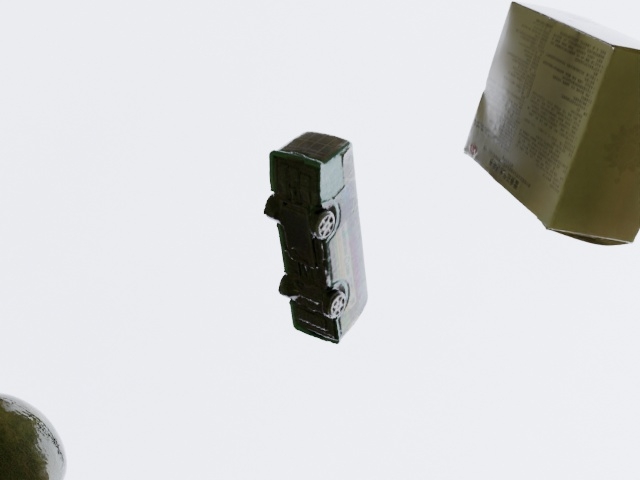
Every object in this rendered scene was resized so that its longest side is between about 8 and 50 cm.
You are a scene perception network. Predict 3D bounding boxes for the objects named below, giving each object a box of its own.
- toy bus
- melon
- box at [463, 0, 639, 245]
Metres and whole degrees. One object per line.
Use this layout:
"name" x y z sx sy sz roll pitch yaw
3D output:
"toy bus" 0.000 0.000 1.096 0.091 0.109 0.262 19 -48 31
"melon" -0.298 0.202 0.856 0.098 0.098 0.131 -12 -63 23
"box" 0.230 -0.115 0.836 0.212 0.095 0.168 -116 -140 -62
